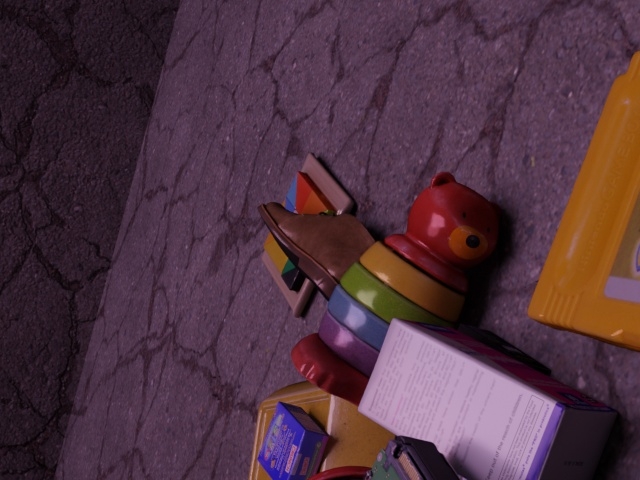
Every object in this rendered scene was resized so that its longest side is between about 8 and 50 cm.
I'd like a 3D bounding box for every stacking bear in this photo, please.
[{"bbox_3d":[0.109,0.059,1.204,0.289,0.175,0.164,-57,16,5],"label":"stacking bear"}]

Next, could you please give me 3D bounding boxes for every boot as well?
[{"bbox_3d":[0.000,0.000,1.537,0.115,0.112,0.305,-43,36,-4],"label":"boot"}]

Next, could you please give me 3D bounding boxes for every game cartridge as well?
[{"bbox_3d":[0.327,-0.036,0.830,0.324,0.053,0.285,12,79,63],"label":"game cartridge"}]

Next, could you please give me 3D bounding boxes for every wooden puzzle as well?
[{"bbox_3d":[-0.034,-0.016,1.692,0.221,0.044,0.238,-65,26,18],"label":"wooden puzzle"}]

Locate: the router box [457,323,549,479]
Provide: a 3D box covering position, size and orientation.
[{"bbox_3d":[0.175,0.198,1.118,0.133,0.046,0.179,35,107,65],"label":"router box"}]

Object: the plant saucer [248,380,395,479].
[{"bbox_3d":[-0.020,0.340,1.398,0.333,0.081,0.332,-26,51,58],"label":"plant saucer"}]

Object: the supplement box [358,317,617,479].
[{"bbox_3d":[0.163,0.172,0.996,0.220,0.111,0.114,24,97,42],"label":"supplement box"}]

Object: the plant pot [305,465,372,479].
[{"bbox_3d":[0.044,0.368,1.128,0.191,0.191,0.174,-62,17,23],"label":"plant pot"}]

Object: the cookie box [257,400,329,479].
[{"bbox_3d":[-0.038,0.279,1.326,0.107,0.040,0.091,31,103,65],"label":"cookie box"}]

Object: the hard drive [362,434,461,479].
[{"bbox_3d":[0.055,0.376,0.877,0.339,0.064,0.237,-67,25,15],"label":"hard drive"}]
